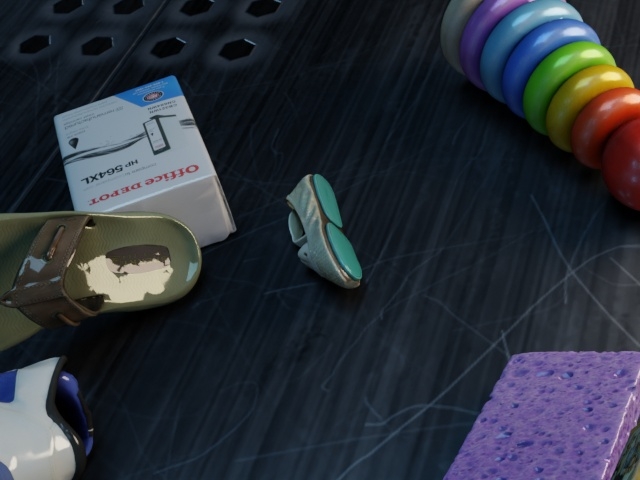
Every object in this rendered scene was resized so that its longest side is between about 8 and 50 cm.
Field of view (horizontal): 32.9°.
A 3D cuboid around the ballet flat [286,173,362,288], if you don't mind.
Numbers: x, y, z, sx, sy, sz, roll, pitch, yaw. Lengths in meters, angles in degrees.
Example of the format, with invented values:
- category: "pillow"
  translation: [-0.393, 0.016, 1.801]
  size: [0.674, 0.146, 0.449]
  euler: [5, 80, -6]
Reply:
- category: "ballet flat"
  translation: [0.000, 0.000, 1.061]
  size: [0.052, 0.057, 0.168]
  euler: [-37, 35, 16]

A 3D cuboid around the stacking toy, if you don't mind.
- category: "stacking toy"
  translation: [0.261, -0.149, 1.095]
  size: [0.141, 0.141, 0.330]
  euler: [-25, 49, -12]

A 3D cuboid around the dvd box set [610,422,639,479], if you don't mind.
- category: "dvd box set"
  translation: [0.230, 0.324, 0.542]
  size: [0.307, 0.062, 0.420]
  euler: [31, 54, 7]

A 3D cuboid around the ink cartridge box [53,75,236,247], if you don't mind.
- category: "ink cartridge box"
  translation: [-0.190, -0.072, 1.154]
  size: [0.148, 0.086, 0.203]
  euler: [-20, 41, -7]

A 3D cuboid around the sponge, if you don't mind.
- category: "sponge"
  translation: [0.167, 0.152, 0.801]
  size: [0.117, 0.031, 0.210]
  euler: [-4, 28, 32]

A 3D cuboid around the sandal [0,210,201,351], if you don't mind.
- category: "sandal"
  translation: [-0.225, 0.025, 0.961]
  size: [0.302, 0.120, 0.086]
  euler: [-15, 6, -40]

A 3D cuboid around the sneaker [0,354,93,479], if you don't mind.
- category: "sneaker"
  translation: [-0.297, 0.172, 0.906]
  size: [0.315, 0.127, 0.182]
  euler: [5, 16, 43]
